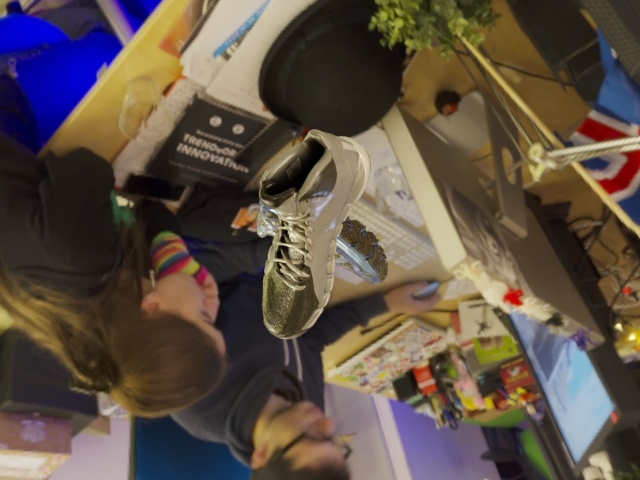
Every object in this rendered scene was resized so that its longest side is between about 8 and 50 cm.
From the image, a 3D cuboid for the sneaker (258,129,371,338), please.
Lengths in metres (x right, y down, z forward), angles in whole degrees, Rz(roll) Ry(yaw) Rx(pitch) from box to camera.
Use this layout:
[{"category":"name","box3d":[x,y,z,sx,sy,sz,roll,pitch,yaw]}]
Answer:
[{"category":"sneaker","box3d":[-0.033,-0.009,0.677,0.132,0.086,0.229,12,97,-63]}]

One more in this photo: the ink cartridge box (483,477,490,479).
[{"category":"ink cartridge box","box3d":[0.202,0.324,0.697,0.061,0.104,0.181,-36,139,10]}]

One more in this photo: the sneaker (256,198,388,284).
[{"category":"sneaker","box3d":[0.000,0.000,0.963,0.083,0.221,0.087,-31,150,-59]}]
